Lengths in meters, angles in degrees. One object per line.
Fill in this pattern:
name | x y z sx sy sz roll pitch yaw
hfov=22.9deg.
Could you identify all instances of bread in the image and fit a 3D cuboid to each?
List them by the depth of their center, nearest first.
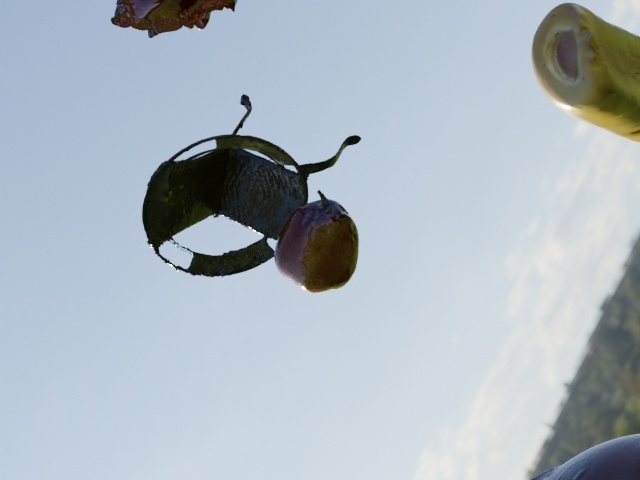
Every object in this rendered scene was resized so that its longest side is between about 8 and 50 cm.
bread | 0.329 -0.188 1.840 0.091 0.142 0.305 -31 -18 24

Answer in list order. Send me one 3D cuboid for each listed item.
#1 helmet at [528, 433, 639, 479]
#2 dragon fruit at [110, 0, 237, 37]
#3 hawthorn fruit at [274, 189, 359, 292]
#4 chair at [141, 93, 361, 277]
helmet | 0.415 0.358 1.796 0.230 0.385 0.337 -62 1 46
dragon fruit | -0.153 -0.242 1.638 0.097 0.131 0.063 88 -159 -72
hawthorn fruit | 0.000 0.000 1.519 0.081 0.081 0.093 -42 -22 -54
chair | -0.080 -0.052 1.669 0.213 0.149 0.174 -36 -33 -52
